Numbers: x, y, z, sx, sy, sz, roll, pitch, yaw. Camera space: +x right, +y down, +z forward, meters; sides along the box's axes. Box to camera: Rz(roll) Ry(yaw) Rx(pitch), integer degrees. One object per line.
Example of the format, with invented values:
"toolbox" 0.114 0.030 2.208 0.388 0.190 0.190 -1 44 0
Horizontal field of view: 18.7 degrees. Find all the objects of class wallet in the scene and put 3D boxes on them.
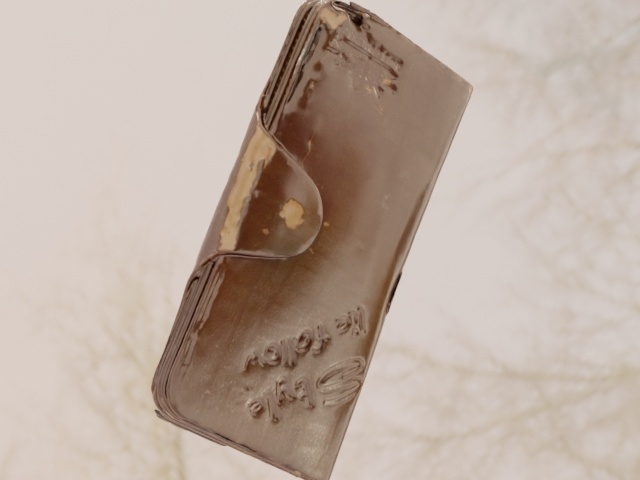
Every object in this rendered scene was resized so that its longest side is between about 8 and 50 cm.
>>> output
"wallet" 0.000 0.000 0.753 0.095 0.026 0.176 30 -104 -35
